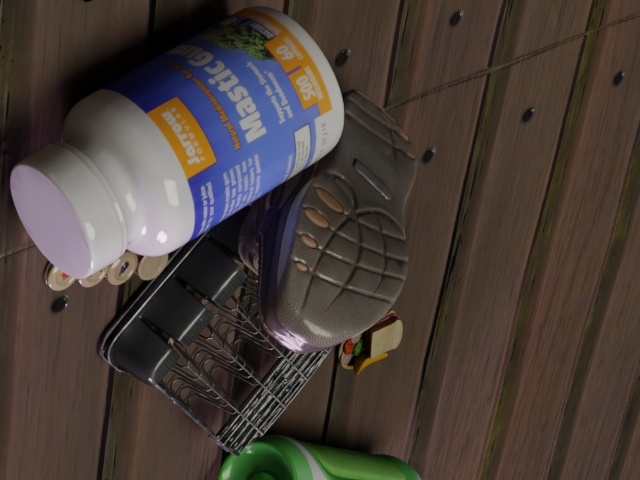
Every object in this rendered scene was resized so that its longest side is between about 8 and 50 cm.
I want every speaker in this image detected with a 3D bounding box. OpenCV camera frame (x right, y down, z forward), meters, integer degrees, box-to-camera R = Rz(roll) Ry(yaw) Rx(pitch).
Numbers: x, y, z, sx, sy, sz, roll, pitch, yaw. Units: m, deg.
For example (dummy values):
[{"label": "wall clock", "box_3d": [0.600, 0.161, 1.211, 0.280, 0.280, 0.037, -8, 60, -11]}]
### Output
[{"label": "speaker", "box_3d": [0.009, 0.291, 2.205, 0.296, 0.131, 0.131, 19, 103, -56]}]

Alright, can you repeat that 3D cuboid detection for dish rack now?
[{"label": "dish rack", "box_3d": [-0.084, 0.097, 1.972, 0.208, 0.074, 0.271, -49, 148, -7]}]

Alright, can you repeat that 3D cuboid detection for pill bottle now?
[{"label": "pill bottle", "box_3d": [-0.124, -0.080, 1.685, 0.272, 0.152, 0.152, -34, 141, -30]}]

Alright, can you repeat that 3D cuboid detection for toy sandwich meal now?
[{"label": "toy sandwich meal", "box_3d": [0.056, 0.113, 2.197, 0.085, 0.029, 0.085, -32, 141, -31]}]

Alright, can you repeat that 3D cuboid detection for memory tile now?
[{"label": "memory tile", "box_3d": [-0.186, -0.007, 1.801, 0.148, 0.012, 0.113, -7, 125, -49]}]

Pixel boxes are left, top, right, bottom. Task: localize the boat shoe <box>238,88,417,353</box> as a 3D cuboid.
[{"label": "boat shoe", "box_3d": [0.000, 0.000, 1.812, 0.130, 0.132, 0.355, -37, -163, 30]}]
